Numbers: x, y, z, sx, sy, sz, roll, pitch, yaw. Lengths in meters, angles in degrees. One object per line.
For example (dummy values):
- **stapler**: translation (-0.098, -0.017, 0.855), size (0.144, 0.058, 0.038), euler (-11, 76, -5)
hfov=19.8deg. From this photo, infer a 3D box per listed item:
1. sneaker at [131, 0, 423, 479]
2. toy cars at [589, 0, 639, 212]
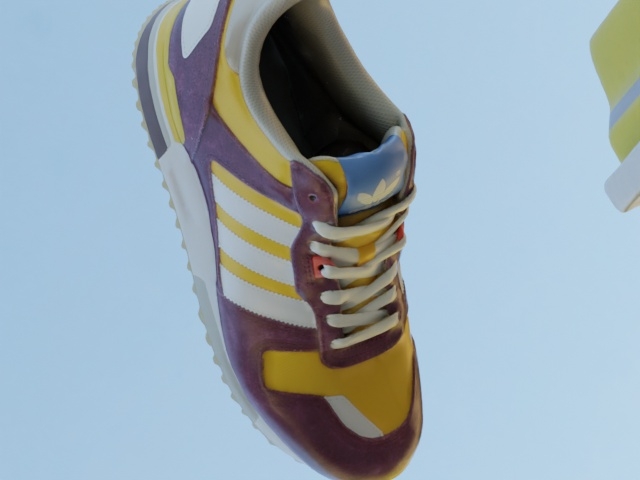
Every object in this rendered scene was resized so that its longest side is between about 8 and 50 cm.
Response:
- **sneaker**: translation (0.000, 0.000, 0.614), size (0.069, 0.084, 0.185), euler (-32, -76, -35)
- **toy cars**: translation (0.214, 0.042, 0.980), size (0.087, 0.176, 0.393), euler (-26, -64, -23)
